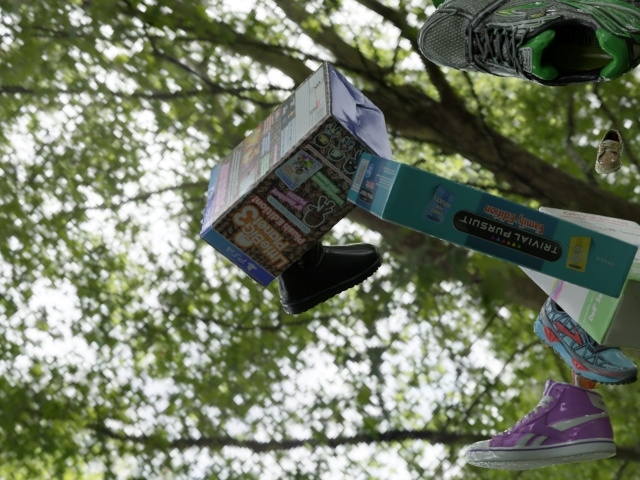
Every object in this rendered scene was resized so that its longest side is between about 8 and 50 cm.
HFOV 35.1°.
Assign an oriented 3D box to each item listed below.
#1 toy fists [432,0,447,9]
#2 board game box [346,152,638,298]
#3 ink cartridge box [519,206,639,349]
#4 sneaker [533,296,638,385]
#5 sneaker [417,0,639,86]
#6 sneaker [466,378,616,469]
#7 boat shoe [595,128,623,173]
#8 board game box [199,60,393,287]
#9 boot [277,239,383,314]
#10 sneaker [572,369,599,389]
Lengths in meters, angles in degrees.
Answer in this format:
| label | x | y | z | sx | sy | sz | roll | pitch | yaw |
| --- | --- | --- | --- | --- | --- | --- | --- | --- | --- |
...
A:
| label | x | y | z | sx | sy | sz | roll | pitch | yaw |
| --- | --- | --- | --- | --- | --- | --- | --- | --- | --- |
| toy fists | 0.249 | -0.532 | 1.814 | 0.096 | 0.142 | 0.279 | -49 | -50 | -42 |
| board game box | 0.223 | -0.026 | 1.396 | 0.336 | 0.254 | 0.079 | 19 | -85 | -10 |
| ink cartridge box | 0.471 | 0.046 | 1.657 | 0.207 | 0.353 | 0.119 | 8 | -69 | -21 |
| sneaker | 0.514 | 0.181 | 1.957 | 0.104 | 0.262 | 0.125 | -4 | -62 | -32 |
| sneaker | 0.285 | -0.285 | 1.406 | 0.146 | 0.344 | 0.134 | -37 | -56 | -47 |
| sneaker | 0.418 | 0.357 | 1.970 | 0.282 | 0.161 | 0.102 | -9 | -23 | 8 |
| boat shoe | 0.531 | -0.164 | 1.865 | 0.135 | 0.050 | 0.045 | -58 | -43 | -57 |
| board game box | -0.040 | -0.110 | 1.632 | 0.141 | 0.232 | 0.291 | 40 | -68 | -22 |
| boot | 0.000 | 0.000 | 1.928 | 0.247 | 0.094 | 0.207 | -28 | -65 | -28 |
| sneaker | 0.586 | 0.274 | 2.208 | 0.068 | 0.064 | 0.175 | -11 | -31 | 6 |
